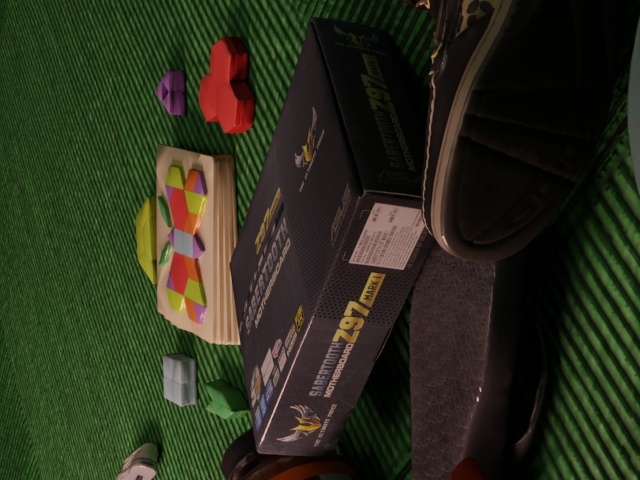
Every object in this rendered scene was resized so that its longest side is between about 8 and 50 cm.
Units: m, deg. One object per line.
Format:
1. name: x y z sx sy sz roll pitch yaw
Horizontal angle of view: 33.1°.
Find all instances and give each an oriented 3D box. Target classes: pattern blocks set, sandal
1. pattern blocks set: -0.116 0.000 0.990 0.285 0.026 0.325 -12 84 61
2. sandal: 0.091 0.101 0.622 0.097 0.054 0.255 -137 47 -63

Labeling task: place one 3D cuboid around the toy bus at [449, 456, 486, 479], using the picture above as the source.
1. toy bus: 0.144 0.189 0.478 0.202 0.104 0.191 -126 16 -70

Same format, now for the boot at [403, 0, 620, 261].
1. boot: 0.073 -0.120 0.576 0.178 0.085 0.236 26 105 58

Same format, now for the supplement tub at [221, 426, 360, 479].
1. supplement tub: -0.002 0.218 0.740 0.198 0.106 0.106 59 141 38

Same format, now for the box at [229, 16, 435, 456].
1. box: 0.000 0.000 0.713 0.183 0.059 0.233 -102 26 -46

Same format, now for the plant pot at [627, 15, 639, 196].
1. plant pot: 0.205 -0.021 0.212 0.255 0.271 0.272 -133 45 -69

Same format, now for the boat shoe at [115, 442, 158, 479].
1. boat shoe: -0.197 0.244 1.167 0.100 0.035 0.035 126 159 -54
